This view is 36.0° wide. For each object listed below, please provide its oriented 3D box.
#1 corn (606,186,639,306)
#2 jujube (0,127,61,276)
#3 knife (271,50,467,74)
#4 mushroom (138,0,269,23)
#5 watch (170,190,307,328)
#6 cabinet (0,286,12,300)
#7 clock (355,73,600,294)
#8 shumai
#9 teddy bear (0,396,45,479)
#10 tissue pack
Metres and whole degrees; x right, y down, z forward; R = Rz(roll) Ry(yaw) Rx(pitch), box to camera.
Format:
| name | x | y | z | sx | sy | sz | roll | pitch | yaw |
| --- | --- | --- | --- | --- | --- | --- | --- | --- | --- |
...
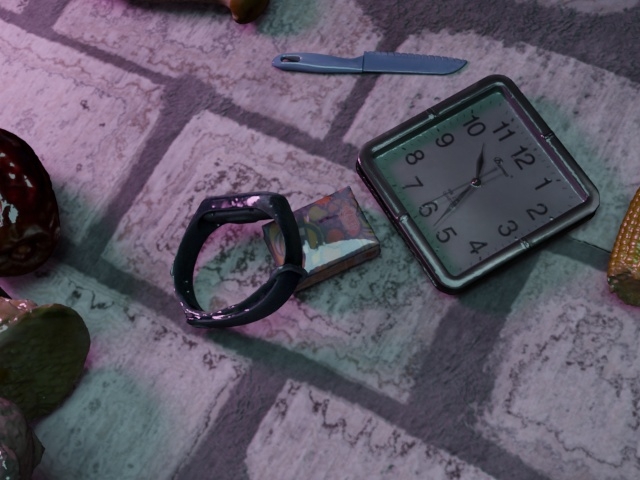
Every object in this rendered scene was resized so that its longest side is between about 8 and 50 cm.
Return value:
| name | x | y | z | sx | sy | sz | roll | pitch | yaw |
| --- | --- | --- | --- | --- | --- | --- | --- | --- | --- |
| corn | 0.510 | -0.061 | 1.376 | 0.131 | 0.131 | 0.344 | 29 | 71 | 17 |
| jujube | -0.485 | -0.065 | 1.446 | 0.183 | 0.183 | 0.243 | -33 | 57 | -9 |
| knife | 0.078 | -0.285 | 1.581 | 0.313 | 0.019 | 0.044 | 4 | 64 | 5 |
| mushroom | -0.251 | -0.445 | 1.627 | 0.350 | 0.128 | 0.128 | 16 | 69 | 7 |
| watch | -0.114 | 0.029 | 1.392 | 0.206 | 0.068 | 0.193 | -2 | 77 | 31 |
| cabinet | -0.583 | 0.100 | 1.402 | 0.215 | 0.148 | 0.174 | 25 | 70 | 11 |
| clock | 0.228 | -0.085 | 1.457 | 0.279 | 0.049 | 0.273 | -29 | 68 | -7 |
| shumai | -0.424 | 0.152 | 1.348 | 0.201 | 0.201 | 0.120 | -45 | 51 | -14 |
| teddy bear | -0.440 | 0.304 | 1.233 | 0.236 | 0.151 | 0.267 | 41 | 113 | 32 |
| tissue pack | 0.000 | 0.000 | 1.435 | 0.148 | 0.060 | 0.108 | -24 | 67 | -4 |
